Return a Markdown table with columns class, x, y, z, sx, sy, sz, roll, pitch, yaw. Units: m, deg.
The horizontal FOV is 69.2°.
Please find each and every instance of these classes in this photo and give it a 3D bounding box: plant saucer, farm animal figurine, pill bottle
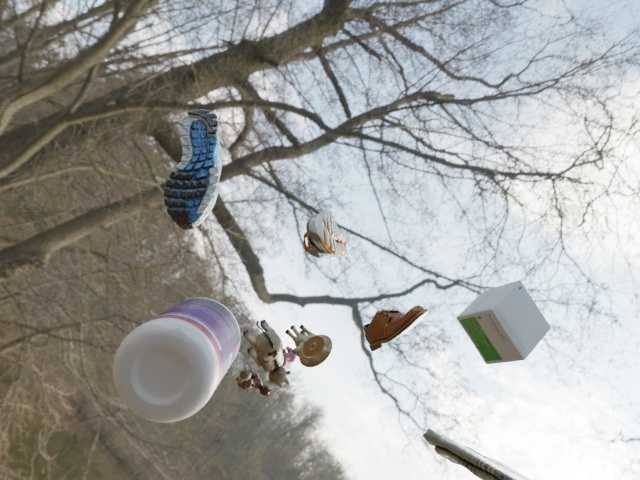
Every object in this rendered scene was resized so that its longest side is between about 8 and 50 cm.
| class | x | y | z | sx | sy | sz | roll | pitch | yaw |
| --- | --- | --- | --- | --- | --- | --- | --- | --- | --- |
| plant saucer | -0.014 | 0.235 | 1.009 | 0.083 | 0.083 | 0.015 | 10 | -36 | 48 |
| farm animal figurine | -0.148 | 0.406 | 1.607 | 0.172 | 0.330 | 0.326 | 38 | -18 | 38 |
| pill bottle | -0.265 | 0.218 | 0.936 | 0.181 | 0.181 | 0.323 | 50 | 3 | -2 |

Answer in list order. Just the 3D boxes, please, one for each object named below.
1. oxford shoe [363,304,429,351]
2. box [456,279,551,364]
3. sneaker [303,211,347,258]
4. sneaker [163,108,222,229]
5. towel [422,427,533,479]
| class | x | y | z | sx | sy | sz | roll | pitch | yaw |
| --- | --- | --- | --- | --- | --- | --- | --- | --- | --- |
| oxford shoe | 0.158 | 0.184 | 1.042 | 0.212 | 0.076 | 0.076 | -45 | -111 | 49 |
| box | 0.313 | 0.141 | 0.795 | 0.101 | 0.102 | 0.087 | 58 | -34 | 2 |
| sneaker | 0.000 | 0.000 | 0.966 | 0.083 | 0.084 | 0.215 | -7 | -15 | 12 |
| sneaker | -0.167 | -0.091 | 0.659 | 0.072 | 0.190 | 0.083 | 1 | -31 | 2 |
| towel | 0.403 | 0.504 | 0.928 | 0.312 | 0.056 | 0.324 | 32 | -12 | -26 |
